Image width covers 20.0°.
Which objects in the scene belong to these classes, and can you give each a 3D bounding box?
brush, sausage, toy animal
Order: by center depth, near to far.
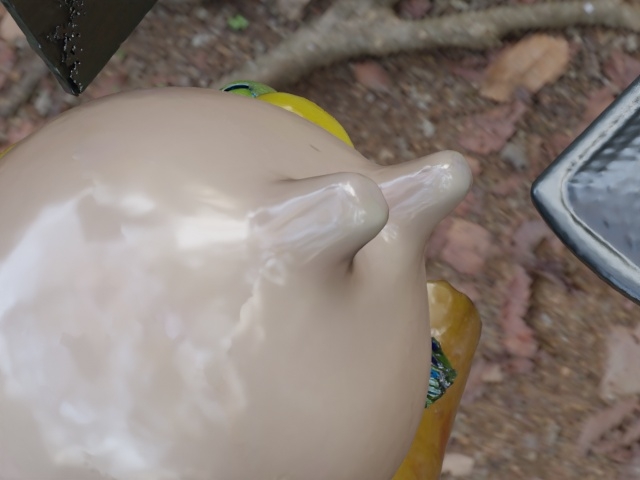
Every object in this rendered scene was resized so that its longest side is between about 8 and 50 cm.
[{"bbox_3d":[-0.065,0.036,0.500,0.248,0.165,0.149,-37,67,35],"label":"toy animal"},{"bbox_3d":[0.140,-0.055,0.515,0.063,0.016,0.193,41,69,13],"label":"brush"},{"bbox_3d":[0.024,0.150,1.114,0.109,0.109,0.270,3,61,25],"label":"sausage"}]

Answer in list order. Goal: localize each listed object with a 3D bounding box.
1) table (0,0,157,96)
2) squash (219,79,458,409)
[{"bbox_3d":[-0.187,-0.256,1.047,0.250,0.196,0.282,12,55,39],"label":"table"},{"bbox_3d":[0.000,0.000,0.826,0.052,0.052,0.183,-36,71,13],"label":"squash"}]
